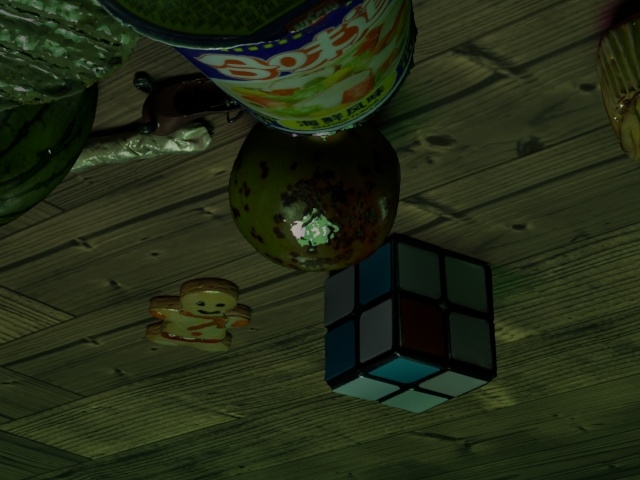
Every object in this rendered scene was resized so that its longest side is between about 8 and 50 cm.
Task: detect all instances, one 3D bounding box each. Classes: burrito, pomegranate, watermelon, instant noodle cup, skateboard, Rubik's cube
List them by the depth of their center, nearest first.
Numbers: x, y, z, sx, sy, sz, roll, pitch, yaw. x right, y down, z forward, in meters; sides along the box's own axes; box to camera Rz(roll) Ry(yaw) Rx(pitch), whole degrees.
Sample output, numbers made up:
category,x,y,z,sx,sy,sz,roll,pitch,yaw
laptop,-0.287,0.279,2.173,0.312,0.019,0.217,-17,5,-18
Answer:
category,x,y,z,sx,sy,sz,roll,pitch,yaw
instant noodle cup,-0.034,-0.230,1.303,0.284,0.284,0.312,-6,162,11
watermelon,-0.403,-0.100,1.644,0.330,0.189,0.331,3,157,1
skateboard,-0.127,-0.151,1.679,0.151,0.067,0.080,-10,162,12
pomegranate,0.006,-0.084,1.700,0.198,0.246,0.198,21,-167,-5
burrito,-0.216,-0.109,1.779,0.185,0.041,0.045,-8,151,15
Rubik's cube,0.121,0.119,2.091,0.180,0.183,0.167,20,147,-30

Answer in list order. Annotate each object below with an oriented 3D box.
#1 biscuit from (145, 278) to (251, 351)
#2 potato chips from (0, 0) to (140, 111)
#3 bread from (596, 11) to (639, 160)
category,x,y,z,sx,sy,sz,roll,pitch,yaw
biscuit,-0.180,0.114,2.256,0.153,0.030,0.234,6,154,-17
potato chips,-0.353,-0.249,1.371,0.429,0.070,0.358,15,134,-24
bread,0.357,-0.167,1.585,0.132,0.114,0.190,-15,161,7
